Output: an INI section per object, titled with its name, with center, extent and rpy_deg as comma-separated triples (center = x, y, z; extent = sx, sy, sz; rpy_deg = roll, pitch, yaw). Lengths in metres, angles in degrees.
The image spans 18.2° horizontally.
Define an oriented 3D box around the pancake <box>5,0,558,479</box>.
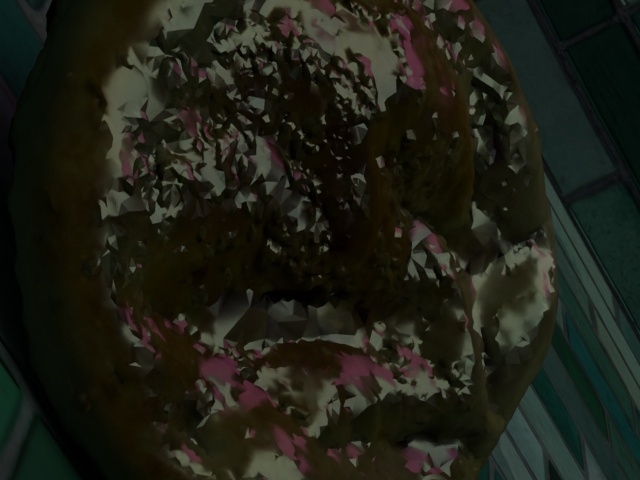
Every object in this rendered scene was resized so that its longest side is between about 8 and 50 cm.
[pancake]
center = -0.001, -0.001, 1.082
extent = 0.387, 0.082, 0.387
rpy_deg = 3, 86, -41
